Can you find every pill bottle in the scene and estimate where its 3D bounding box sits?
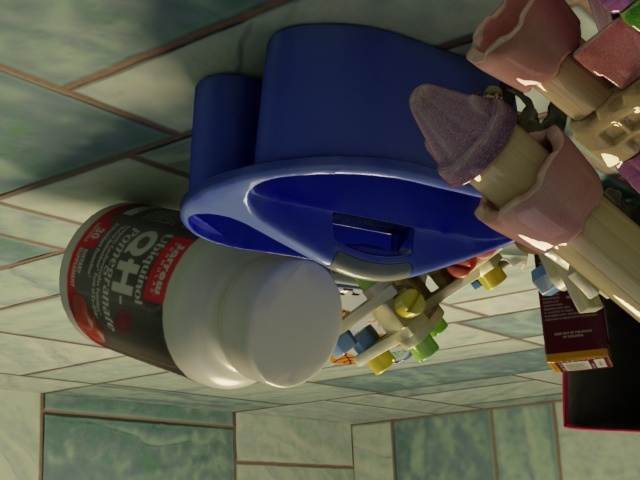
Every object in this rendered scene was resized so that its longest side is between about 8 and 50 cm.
[{"bbox_3d":[-0.131,0.061,1.178,0.176,0.176,0.318,13,178,-44],"label":"pill bottle"}]

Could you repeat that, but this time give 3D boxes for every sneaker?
[{"bbox_3d":[0.212,0.020,1.475,0.152,0.061,0.053,-12,164,34],"label":"sneaker"}]

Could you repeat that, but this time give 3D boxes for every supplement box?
[{"bbox_3d":[0.335,0.074,1.446,0.080,0.188,0.104,-8,164,16],"label":"supplement box"}]

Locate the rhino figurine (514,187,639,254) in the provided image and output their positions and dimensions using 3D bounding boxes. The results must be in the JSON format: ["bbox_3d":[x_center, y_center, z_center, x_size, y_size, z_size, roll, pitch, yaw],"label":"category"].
[{"bbox_3d":[0.343,-0.025,1.308,0.243,0.073,0.106,-5,174,-2],"label":"rhino figurine"}]

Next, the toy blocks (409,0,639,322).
[{"bbox_3d":[0.192,-0.171,0.590,0.260,0.309,0.288,37,138,-14],"label":"toy blocks"}]

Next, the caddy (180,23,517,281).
[{"bbox_3d":[0.038,-0.051,0.968,0.341,0.179,0.241,10,159,-37],"label":"caddy"}]

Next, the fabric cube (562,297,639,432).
[{"bbox_3d":[0.544,0.162,1.633,0.258,0.259,0.254,5,170,-27],"label":"fabric cube"}]

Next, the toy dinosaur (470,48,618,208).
[{"bbox_3d":[0.181,-0.103,0.915,0.064,0.118,0.268,-13,162,35],"label":"toy dinosaur"}]

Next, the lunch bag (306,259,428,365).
[{"bbox_3d":[-0.003,0.063,1.403,0.303,0.115,0.243,4,149,4],"label":"lunch bag"}]

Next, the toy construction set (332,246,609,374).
[{"bbox_3d":[0.162,0.028,1.170,0.327,0.151,0.215,-20,-172,33],"label":"toy construction set"}]
